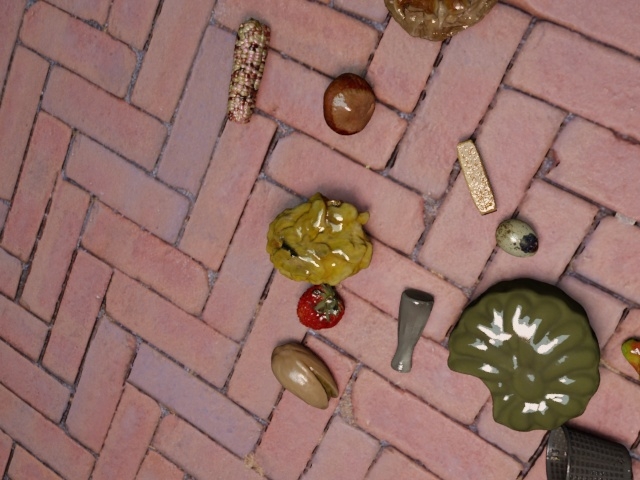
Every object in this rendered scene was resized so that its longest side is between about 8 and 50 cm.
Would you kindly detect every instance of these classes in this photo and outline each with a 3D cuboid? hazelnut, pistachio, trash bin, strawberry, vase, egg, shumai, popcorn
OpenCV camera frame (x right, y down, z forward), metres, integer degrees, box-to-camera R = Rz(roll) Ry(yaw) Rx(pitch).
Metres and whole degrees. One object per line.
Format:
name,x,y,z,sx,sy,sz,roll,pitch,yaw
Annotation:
hazelnut,0.065,-0.348,1.421,0.143,0.143,0.154,20,120,17
pistachio,-0.047,0.381,1.569,0.226,0.136,0.136,43,109,2
trash bin,0.639,0.531,1.321,0.160,0.175,0.176,7,100,6
strawberry,-0.001,0.188,1.534,0.131,0.148,0.131,4,71,-12
vase,0.235,0.242,1.467,0.086,0.086,0.214,16,107,17
egg,0.474,-0.004,1.338,0.110,0.085,0.085,42,109,7
shumai,0.274,-0.612,1.238,0.313,0.262,0.267,-25,89,20
popcorn,0.000,0.000,1.451,0.286,0.215,0.252,14,70,16

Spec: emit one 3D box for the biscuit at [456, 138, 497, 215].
biscuit,0.385,-0.154,1.367,0.052,0.056,0.188,-18,92,23

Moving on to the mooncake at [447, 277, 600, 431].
mooncake,0.488,0.268,1.321,0.350,0.187,0.352,2,96,21

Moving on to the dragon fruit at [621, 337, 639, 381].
dragon fruit,0.834,0.281,1.229,0.294,0.130,0.269,3,103,19

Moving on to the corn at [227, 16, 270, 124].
corn,-0.201,-0.462,1.527,0.092,0.092,0.281,18,107,17
